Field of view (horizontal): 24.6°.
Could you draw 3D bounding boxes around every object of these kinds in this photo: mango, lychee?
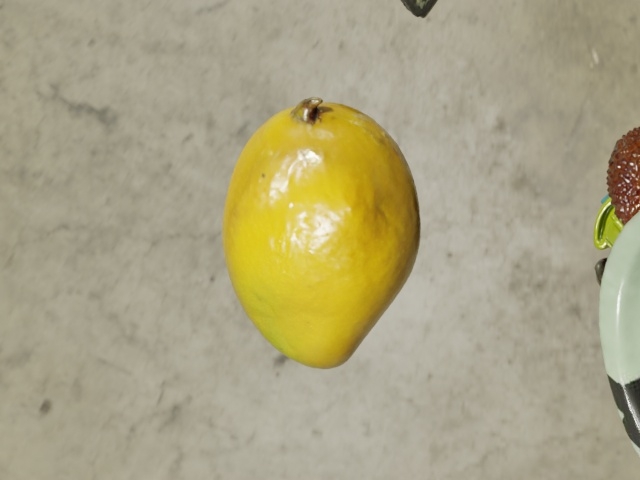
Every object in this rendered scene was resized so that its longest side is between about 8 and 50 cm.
[{"bbox_3d":[0.000,0.000,1.318,0.176,0.119,0.317,4,132,-2],"label":"mango"},{"bbox_3d":[0.361,-0.065,1.551,0.123,0.123,0.129,5,108,7],"label":"lychee"}]

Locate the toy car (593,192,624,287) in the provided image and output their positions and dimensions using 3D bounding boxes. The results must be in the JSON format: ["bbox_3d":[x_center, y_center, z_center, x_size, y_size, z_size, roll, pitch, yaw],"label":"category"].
[{"bbox_3d":[0.457,0.019,1.790,0.200,0.142,0.248,-44,73,37],"label":"toy car"}]

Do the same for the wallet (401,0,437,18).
[{"bbox_3d":[0.156,-0.427,1.690,0.170,0.044,0.321,39,83,-35],"label":"wallet"}]

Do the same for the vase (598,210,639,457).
[{"bbox_3d":[0.265,-0.012,0.470,0.360,0.165,0.165,-18,122,-23],"label":"vase"}]
